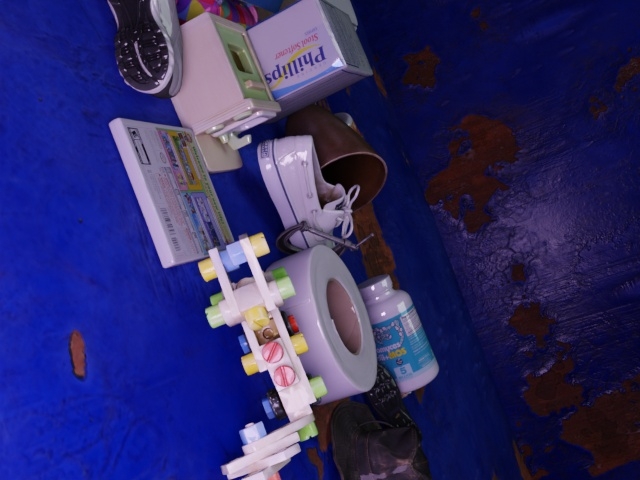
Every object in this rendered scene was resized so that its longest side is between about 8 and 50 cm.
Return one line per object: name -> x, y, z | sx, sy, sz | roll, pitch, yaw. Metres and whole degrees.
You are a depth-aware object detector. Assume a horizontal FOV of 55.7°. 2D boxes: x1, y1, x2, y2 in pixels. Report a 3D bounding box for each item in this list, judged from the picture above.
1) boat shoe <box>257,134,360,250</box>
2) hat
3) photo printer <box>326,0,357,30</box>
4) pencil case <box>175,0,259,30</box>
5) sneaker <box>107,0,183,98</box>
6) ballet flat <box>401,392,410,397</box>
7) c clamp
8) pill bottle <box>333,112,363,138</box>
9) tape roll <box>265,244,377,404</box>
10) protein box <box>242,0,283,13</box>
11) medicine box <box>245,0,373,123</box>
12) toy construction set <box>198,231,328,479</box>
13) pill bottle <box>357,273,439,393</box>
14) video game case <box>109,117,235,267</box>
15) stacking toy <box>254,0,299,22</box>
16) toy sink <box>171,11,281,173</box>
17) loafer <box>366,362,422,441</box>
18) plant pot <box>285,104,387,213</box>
boat shoe -> 0.008, -0.069, 1.226 | 0.136, 0.156, 0.367 | -90, 163, -46
hat -> 0.146, 0.445, 1.162 | 0.331, 0.133, 0.331 | 54, 24, -39
photo printer -> -0.048, -0.745, 1.809 | 0.307, 0.107, 0.256 | 8, 56, -43
pencil case -> -0.202, -0.446, 1.208 | 0.104, 0.104, 0.236 | 66, 17, -7
sneaker -> -0.266, -0.346, 0.933 | 0.108, 0.100, 0.272 | 31, 52, -80
ballet flat -> 0.240, 0.333, 1.624 | 0.091, 0.077, 0.241 | 65, 20, -14
c clamp -> 0.000, 0.000, 1.180 | 0.160, 0.137, 0.022 | 17, 48, -24
pill bottle -> 0.078, -0.245, 1.725 | 0.216, 0.121, 0.121 | 55, 23, -35
tape roll -> 0.003, 0.154, 1.128 | 0.286, 0.100, 0.286 | 54, 24, -38
protein box -> -0.137, -0.567, 1.155 | 0.136, 0.200, 0.201 | 31, 20, 12
medicine box -> -0.060, -0.357, 1.244 | 0.149, 0.263, 0.289 | 67, 18, -5
toy construction set -> -0.071, 0.165, 0.832 | 0.215, 0.151, 0.328 | 96, -14, -77
pill bottle -> 0.171, 0.219, 1.448 | 0.264, 0.146, 0.146 | 67, 19, -4
video game case -> -0.211, -0.072, 0.899 | 0.213, 0.023, 0.193 | 68, 19, 1
stacking toy -> -0.166, -0.730, 1.585 | 0.141, 0.141, 0.330 | 20, 46, -66
toy sink -> -0.163, -0.250, 1.051 | 0.234, 0.131, 0.153 | 69, 19, -2
loafer -> 0.150, 0.369, 1.365 | 0.223, 0.076, 0.078 | 60, -16, -6
plant pot -> 0.009, -0.201, 1.406 | 0.215, 0.215, 0.230 | 40, 20, -55
